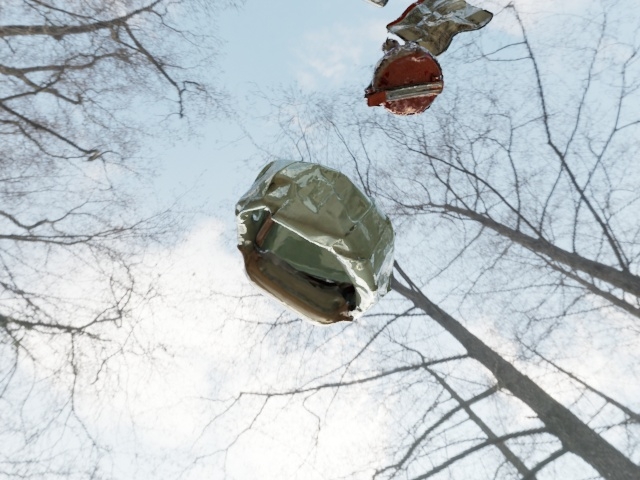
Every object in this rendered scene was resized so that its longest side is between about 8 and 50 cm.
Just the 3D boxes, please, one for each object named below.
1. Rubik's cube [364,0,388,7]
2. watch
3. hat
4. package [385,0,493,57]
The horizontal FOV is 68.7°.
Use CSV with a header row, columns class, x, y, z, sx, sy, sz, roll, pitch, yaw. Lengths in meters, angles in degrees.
class,x,y,z,sx,sy,sz,roll,pitch,yaw
Rubik's cube,0.077,-0.764,0.994,0.315,0.314,0.318,15,-31,-15
watch,0.000,0.000,0.659,0.253,0.241,0.162,33,-117,-12
hat,0.137,-0.317,0.869,0.140,0.228,0.129,-25,-52,14
package,0.258,-0.480,1.035,0.166,0.232,0.040,-37,-44,6
